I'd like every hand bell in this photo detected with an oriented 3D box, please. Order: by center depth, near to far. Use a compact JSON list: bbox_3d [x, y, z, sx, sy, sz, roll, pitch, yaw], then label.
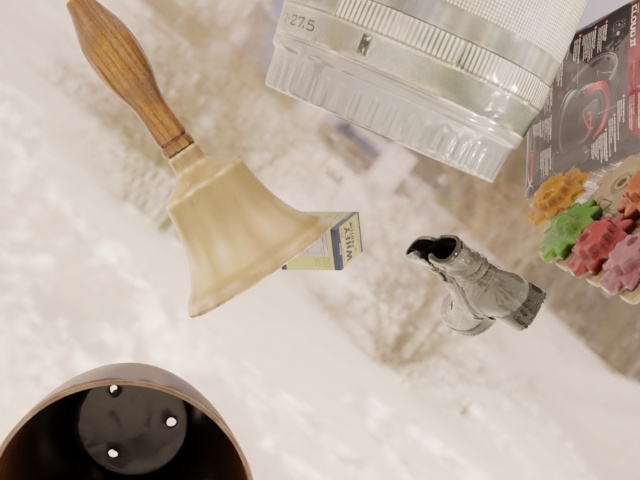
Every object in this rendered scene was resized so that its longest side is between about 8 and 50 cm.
[{"bbox_3d":[-0.109,-0.078,1.106,0.242,0.126,0.126,57,3,-5],"label":"hand bell"}]

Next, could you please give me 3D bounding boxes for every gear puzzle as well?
[{"bbox_3d":[0.307,-0.040,1.614,0.044,0.175,0.339,44,-3,-18],"label":"gear puzzle"}]

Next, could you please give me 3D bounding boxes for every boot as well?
[{"bbox_3d":[0.175,0.045,1.938,0.161,0.083,0.246,35,-15,-13],"label":"boot"}]

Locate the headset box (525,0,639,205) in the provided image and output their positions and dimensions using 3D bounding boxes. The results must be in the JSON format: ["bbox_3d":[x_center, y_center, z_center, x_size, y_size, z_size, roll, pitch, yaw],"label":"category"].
[{"bbox_3d":[0.401,-0.181,2.010,0.110,0.218,0.293,11,-17,-25],"label":"headset box"}]

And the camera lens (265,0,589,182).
[{"bbox_3d":[0.100,-0.208,1.175,0.219,0.274,0.219,23,4,-2],"label":"camera lens"}]

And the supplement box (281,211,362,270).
[{"bbox_3d":[0.000,0.000,1.943,0.083,0.056,0.083,0,18,23],"label":"supplement box"}]

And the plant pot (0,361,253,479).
[{"bbox_3d":[-0.168,0.192,1.302,0.215,0.215,0.230,38,6,-11],"label":"plant pot"}]
